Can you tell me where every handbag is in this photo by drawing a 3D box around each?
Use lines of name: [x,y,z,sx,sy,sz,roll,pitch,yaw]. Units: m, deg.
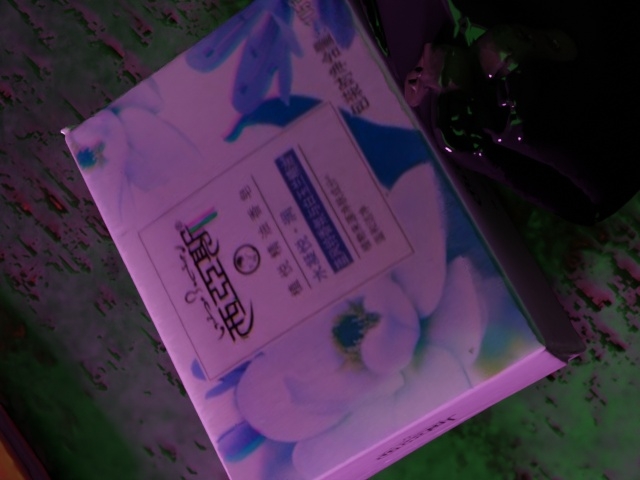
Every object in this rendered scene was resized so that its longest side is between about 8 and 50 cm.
handbag: [0.079,-0.165,0.715,0.152,0.288,0.342,-21,87,20]

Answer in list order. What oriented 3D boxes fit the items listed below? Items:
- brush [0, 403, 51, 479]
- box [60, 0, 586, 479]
brush: [-0.231,0.176,0.944,0.070,0.051,0.323,-38,80,7]
box: [-0.001,0.000,0.812,0.203,0.116,0.274,-33,74,17]
